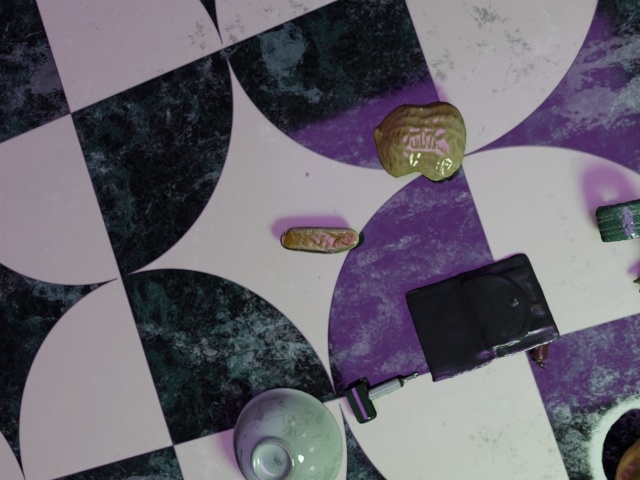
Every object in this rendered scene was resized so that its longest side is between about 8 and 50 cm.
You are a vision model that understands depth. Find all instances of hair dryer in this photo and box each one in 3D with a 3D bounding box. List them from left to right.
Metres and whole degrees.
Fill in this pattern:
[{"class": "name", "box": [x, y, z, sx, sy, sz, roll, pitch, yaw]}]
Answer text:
[{"class": "hair dryer", "box": [0.167, 0.392, 1.741, 0.197, 0.057, 0.100, -27, 87, 7]}]

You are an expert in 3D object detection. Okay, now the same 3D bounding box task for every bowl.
[{"class": "bowl", "box": [-0.106, 0.557, 1.756, 0.313, 0.146, 0.313, 0, 92, 14]}]

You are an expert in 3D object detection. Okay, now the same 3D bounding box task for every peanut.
[{"class": "peanut", "box": [0.245, -0.249, 1.678, 0.233, 0.110, 0.197, 2, 91, 11]}]

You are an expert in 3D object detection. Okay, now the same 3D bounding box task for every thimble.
[{"class": "thimble", "box": [0.707, -0.045, 1.560, 0.118, 0.135, 0.090, -11, 88, 17]}]

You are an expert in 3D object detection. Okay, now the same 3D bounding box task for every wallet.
[{"class": "wallet", "box": [0.390, 0.185, 1.641, 0.322, 0.041, 0.247, -21, 60, 10]}]

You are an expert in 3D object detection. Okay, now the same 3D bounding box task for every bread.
[{"class": "bread", "box": [-0.001, 0.000, 1.768, 0.214, 0.053, 0.073, 0, 88, 16]}]

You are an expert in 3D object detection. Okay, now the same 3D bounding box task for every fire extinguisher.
[{"class": "fire extinguisher", "box": [0.541, 0.248, 1.654, 0.056, 0.039, 0.132, 11, 95, 45]}]

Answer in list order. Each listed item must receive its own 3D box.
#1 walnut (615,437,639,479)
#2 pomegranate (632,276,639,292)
[{"class": "walnut", "box": [0.790, 0.560, 1.507, 0.257, 0.224, 0.257, 1, 92, 21]}, {"class": "pomegranate", "box": [0.825, 0.058, 1.527, 0.187, 0.187, 0.225, 52, 128, 7]}]
